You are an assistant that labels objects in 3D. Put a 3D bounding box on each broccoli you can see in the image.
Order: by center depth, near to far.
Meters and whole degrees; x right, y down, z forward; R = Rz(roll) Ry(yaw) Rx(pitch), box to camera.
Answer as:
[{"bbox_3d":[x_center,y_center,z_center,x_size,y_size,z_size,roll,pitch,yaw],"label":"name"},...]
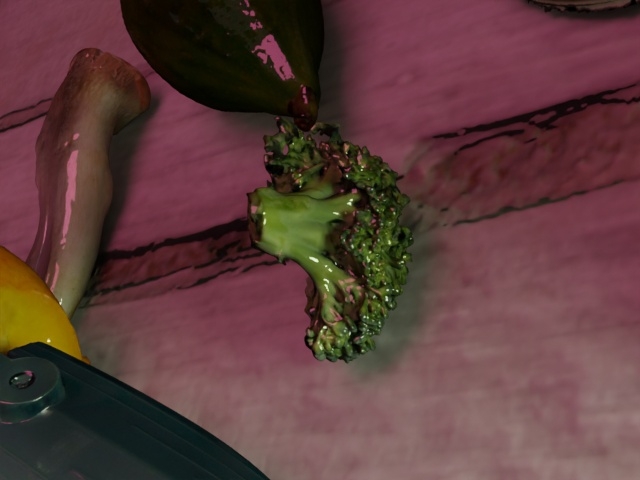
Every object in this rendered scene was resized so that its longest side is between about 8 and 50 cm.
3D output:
[{"bbox_3d":[0.000,0.000,0.564,0.095,0.092,0.097,35,115,52],"label":"broccoli"}]

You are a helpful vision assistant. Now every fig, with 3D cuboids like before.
[{"bbox_3d":[-0.038,-0.117,0.692,0.117,0.117,0.177,-47,58,4],"label":"fig"}]

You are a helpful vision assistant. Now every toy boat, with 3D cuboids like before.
[{"bbox_3d":[-0.078,0.125,0.531,0.246,0.103,0.093,24,41,32],"label":"toy boat"}]

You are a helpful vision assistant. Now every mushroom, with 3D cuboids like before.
[{"bbox_3d":[-0.154,-0.028,0.772,0.059,0.054,0.202,-18,53,41],"label":"mushroom"}]

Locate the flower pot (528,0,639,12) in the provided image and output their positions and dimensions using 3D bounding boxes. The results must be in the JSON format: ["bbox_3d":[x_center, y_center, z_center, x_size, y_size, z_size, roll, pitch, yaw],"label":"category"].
[{"bbox_3d":[0.139,-0.237,0.582,0.235,0.140,0.236,-26,42,26],"label":"flower pot"}]

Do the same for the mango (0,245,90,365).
[{"bbox_3d":[-0.251,0.087,0.694,0.257,0.138,0.187,2,90,41],"label":"mango"}]
